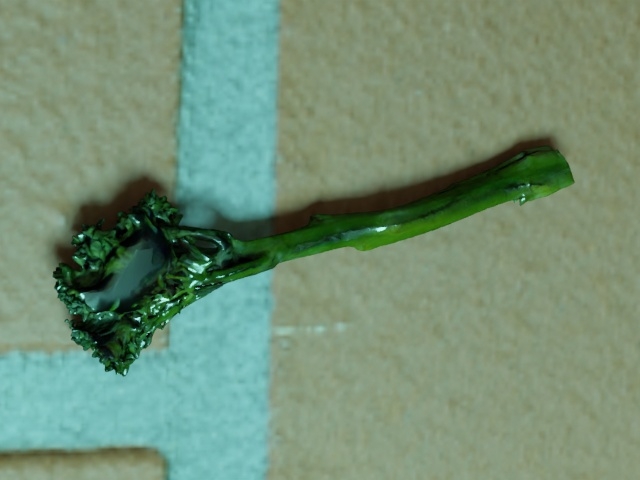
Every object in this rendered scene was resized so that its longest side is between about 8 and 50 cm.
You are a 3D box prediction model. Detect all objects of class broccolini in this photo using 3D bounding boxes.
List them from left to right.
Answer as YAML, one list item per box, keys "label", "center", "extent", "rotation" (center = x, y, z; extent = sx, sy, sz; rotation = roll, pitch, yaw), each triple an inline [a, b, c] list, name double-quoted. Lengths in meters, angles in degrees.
- label: "broccolini"
  center: [-0.004, -0.006, 0.797]
  extent: [0.254, 0.071, 0.057]
  rotation: [-17, 58, -21]
